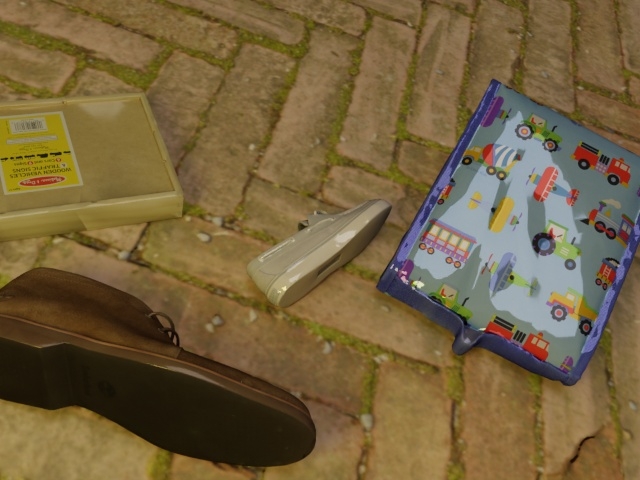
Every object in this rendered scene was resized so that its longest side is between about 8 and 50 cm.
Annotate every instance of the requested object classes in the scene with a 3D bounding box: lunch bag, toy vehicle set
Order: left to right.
[{"bbox_3d":[-0.294,-0.079,0.785,0.267,0.035,0.166,-9,54,-23],"label":"toy vehicle set"},{"bbox_3d":[0.212,0.003,0.821,0.221,0.138,0.293,29,58,5],"label":"lunch bag"}]

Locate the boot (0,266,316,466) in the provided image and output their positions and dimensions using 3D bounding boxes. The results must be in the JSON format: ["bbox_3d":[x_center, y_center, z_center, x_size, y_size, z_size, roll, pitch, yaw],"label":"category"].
[{"bbox_3d":[-0.142,0.098,0.641,0.305,0.112,0.115,18,37,2],"label":"boot"}]

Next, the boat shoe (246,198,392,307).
[{"bbox_3d":[0.000,0.000,0.795,0.063,0.066,0.184,42,61,18],"label":"boat shoe"}]
